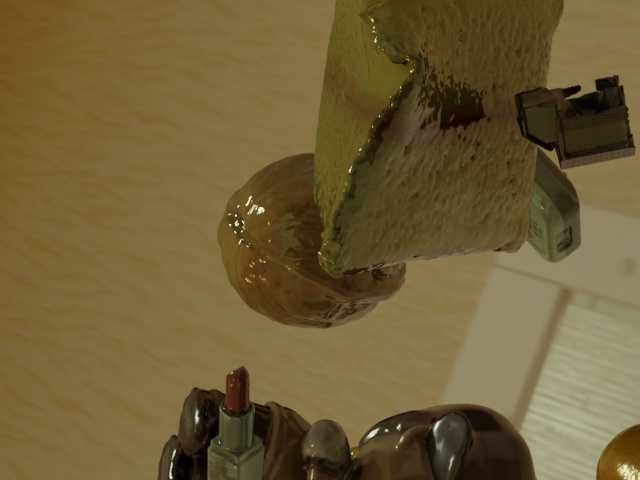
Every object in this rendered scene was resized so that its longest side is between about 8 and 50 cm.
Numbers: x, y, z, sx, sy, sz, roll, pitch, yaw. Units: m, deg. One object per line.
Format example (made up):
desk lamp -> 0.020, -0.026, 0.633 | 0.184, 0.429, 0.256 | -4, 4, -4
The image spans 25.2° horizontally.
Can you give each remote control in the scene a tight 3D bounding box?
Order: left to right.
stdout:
remote control -> 0.162, -0.122, 1.533 | 0.065, 0.335, 0.128 | -37, -27, -6

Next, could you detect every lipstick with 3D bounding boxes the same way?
lipstick -> -0.058, 0.136, 0.992 | 0.030, 0.030, 0.129 | -31, -43, -42

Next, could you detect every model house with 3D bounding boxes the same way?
model house -> 0.197, -0.087, 1.107 | 0.057, 0.083, 0.058 | -93, -13, -53

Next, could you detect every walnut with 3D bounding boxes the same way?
walnut -> 0.000, 0.000, 1.750 | 0.261, 0.225, 0.225 | 10, -84, -45

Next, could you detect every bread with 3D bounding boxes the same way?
bread -> 0.029, -0.107, 1.144 | 0.361, 0.245, 0.233 | -11, -69, -61

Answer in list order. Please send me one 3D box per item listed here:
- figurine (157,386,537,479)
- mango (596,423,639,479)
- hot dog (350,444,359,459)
figurine -> 0.046, 0.238, 1.323 | 0.365, 0.206, 0.218 | 12, -78, -29
mango -> 0.236, 0.163, 0.849 | 0.115, 0.178, 0.090 | 35, -100, -23
hot dog -> 0.124, 0.308, 1.873 | 0.072, 0.269, 0.115 | -45, -65, -31
